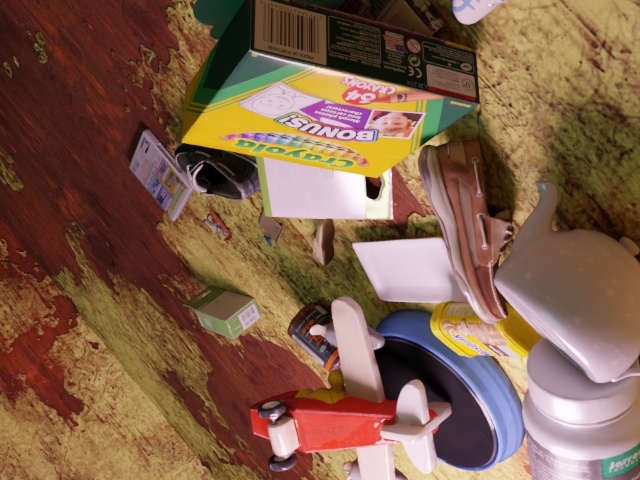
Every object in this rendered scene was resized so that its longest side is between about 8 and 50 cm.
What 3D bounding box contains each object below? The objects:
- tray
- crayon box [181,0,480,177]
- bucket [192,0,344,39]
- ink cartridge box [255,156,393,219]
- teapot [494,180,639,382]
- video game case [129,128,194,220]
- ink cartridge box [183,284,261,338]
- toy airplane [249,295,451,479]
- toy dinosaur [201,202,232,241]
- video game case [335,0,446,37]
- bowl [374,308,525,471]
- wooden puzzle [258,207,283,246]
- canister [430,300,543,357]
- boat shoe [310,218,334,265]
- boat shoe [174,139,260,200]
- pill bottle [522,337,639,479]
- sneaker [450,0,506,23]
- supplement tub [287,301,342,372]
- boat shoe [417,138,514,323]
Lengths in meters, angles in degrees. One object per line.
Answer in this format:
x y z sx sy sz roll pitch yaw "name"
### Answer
0.180 0.054 1.680 0.270 0.030 0.145 -4 120 54 "tray"
0.005 -0.220 1.329 0.313 0.363 0.106 144 130 -59 "crayon box"
-0.087 -0.449 1.311 0.281 0.183 0.281 37 138 43 "bucket"
0.014 -0.138 1.655 0.255 0.097 0.189 3 133 10 "ink cartridge box"
0.400 0.075 1.271 0.256 0.187 0.252 45 -178 -44 "teapot"
-0.417 -0.168 2.255 0.193 0.023 0.212 50 149 3 "video game case"
-0.269 0.192 2.350 0.209 0.109 0.062 13 131 47 "ink cartridge box"
0.087 0.354 1.797 0.384 0.272 0.386 37 111 5 "toy airplane"
-0.256 -0.035 2.165 0.082 0.047 0.090 26 134 8 "toy dinosaur"
0.071 -0.358 1.380 0.210 0.042 0.232 51 150 2 "video game case"
0.249 0.327 1.828 0.391 0.077 0.391 34 146 28 "bowl"
-0.114 -0.035 1.999 0.078 0.014 0.116 53 150 7 "wooden puzzle"
0.301 0.161 1.562 0.126 0.073 0.170 39 154 -28 "canister"
0.000 0.000 1.844 0.045 0.050 0.135 30 143 24 "boat shoe"
-0.245 -0.164 1.933 0.335 0.119 0.121 13 132 47 "boat shoe"
0.448 0.334 1.443 0.204 0.204 0.361 20 137 42 "pill bottle"
0.246 -0.346 1.114 0.086 0.085 0.237 59 151 8 "sneaker"
0.024 0.241 2.013 0.198 0.106 0.106 40 147 19 "supplement tub"
0.259 -0.013 1.402 0.116 0.123 0.324 -18 109 12 "boat shoe"
